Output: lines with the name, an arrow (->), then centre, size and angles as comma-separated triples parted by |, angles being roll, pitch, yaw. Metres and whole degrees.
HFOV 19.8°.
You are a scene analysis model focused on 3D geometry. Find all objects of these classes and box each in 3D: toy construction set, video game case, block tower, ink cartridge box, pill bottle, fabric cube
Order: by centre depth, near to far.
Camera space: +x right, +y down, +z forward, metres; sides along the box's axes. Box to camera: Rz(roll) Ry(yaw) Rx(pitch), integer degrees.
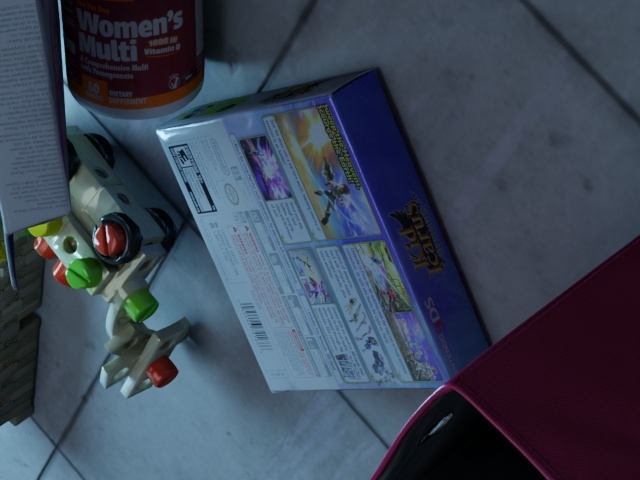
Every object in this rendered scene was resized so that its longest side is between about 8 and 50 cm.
fabric cube -> 0.211, 0.187, 1.317 | 0.259, 0.258, 0.254 | 45, 142, 14
pill bottle -> -0.159, -0.222, 1.534 | 0.121, 0.121, 0.221 | 29, 135, 31
ink cartridge box -> -0.252, -0.185, 1.546 | 0.330, 0.071, 0.324 | 89, 173, -48
video game case -> 0.000, 0.000, 1.571 | 0.244, 0.061, 0.269 | -5, 113, 51
toy construction set -> -0.252, 0.008, 1.780 | 0.328, 0.151, 0.215 | 43, 117, 5
block tower -> -0.369, 0.082, 2.011 | 0.091, 0.097, 0.335 | 37, 140, 24
